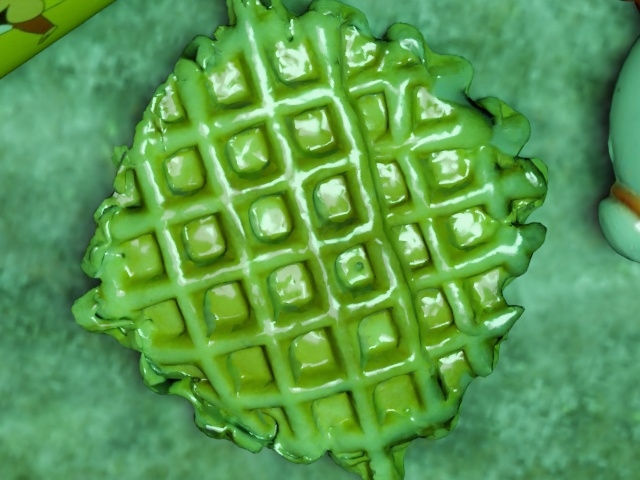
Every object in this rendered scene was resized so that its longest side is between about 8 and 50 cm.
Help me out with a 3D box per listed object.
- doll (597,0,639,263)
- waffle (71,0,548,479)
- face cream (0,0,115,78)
[{"bbox_3d":[0.240,-0.009,0.772,0.200,0.105,0.336,-40,98,7],"label":"doll"},{"bbox_3d":[0.000,0.000,0.801,0.208,0.054,0.214,29,97,-8],"label":"waffle"},{"bbox_3d":[-0.240,-0.068,0.765,0.349,0.105,0.105,-33,99,6],"label":"face cream"}]
